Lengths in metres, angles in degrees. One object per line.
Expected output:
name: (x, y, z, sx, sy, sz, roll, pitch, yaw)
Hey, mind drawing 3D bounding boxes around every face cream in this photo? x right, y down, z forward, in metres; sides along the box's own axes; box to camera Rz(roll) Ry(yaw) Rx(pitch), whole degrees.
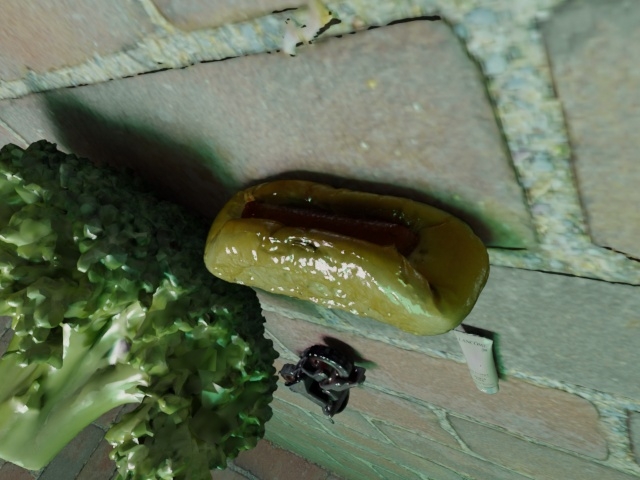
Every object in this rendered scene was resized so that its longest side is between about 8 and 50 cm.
face cream: (0.159, 0.120, 0.512, 0.038, 0.020, 0.115, 13, 147, 34)

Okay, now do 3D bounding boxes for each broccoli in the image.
broccoli: (-0.200, 0.079, 0.521, 0.339, 0.317, 0.277, 11, -176, -31)

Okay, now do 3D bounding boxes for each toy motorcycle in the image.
toy motorcycle: (0.008, 0.217, 0.784, 0.123, 0.080, 0.215, 32, 151, -5)

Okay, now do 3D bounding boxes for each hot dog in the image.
hot dog: (0.000, 0.000, 0.387, 0.243, 0.084, 0.073, 12, 146, 34)
